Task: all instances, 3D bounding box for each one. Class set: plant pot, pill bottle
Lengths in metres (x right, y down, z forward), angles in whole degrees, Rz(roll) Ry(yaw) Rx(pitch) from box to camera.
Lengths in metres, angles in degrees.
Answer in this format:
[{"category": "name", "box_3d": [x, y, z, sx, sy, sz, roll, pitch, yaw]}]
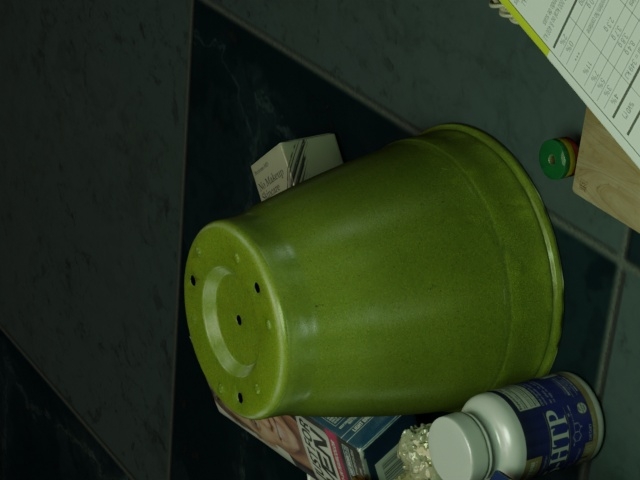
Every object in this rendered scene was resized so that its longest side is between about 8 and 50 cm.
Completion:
[{"category": "plant pot", "box_3d": [0.040, 0.062, 1.986, 0.366, 0.353, 0.366, 26, 121, 53]}, {"category": "pill bottle", "box_3d": [0.223, 0.223, 1.899, 0.112, 0.187, 0.112, 28, 124, 53]}]

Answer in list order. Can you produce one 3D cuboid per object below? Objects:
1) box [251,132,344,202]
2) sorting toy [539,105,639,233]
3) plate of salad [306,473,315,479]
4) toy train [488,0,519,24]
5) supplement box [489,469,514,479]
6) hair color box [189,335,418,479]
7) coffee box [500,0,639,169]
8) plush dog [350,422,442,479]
[{"category": "box", "box_3d": [0.000, 0.000, 2.281, 0.113, 0.094, 0.275, -35, 70, 58]}, {"category": "sorting toy", "box_3d": [0.340, -0.085, 1.738, 0.274, 0.046, 0.132, 38, 131, 48]}, {"category": "plate of salad", "box_3d": [0.026, 0.347, 2.403, 0.200, 0.048, 0.199, 171, 90, -70]}, {"category": "toy train", "box_3d": [0.206, -0.341, 1.836, 0.248, 0.105, 0.143, 46, 123, 42]}, {"category": "supplement box", "box_3d": [0.296, 0.437, 1.760, 0.194, 0.195, 0.356, -55, 44, -1]}, {"category": "hair color box", "box_3d": [-0.015, 0.230, 2.263, 0.347, 0.105, 0.174, 30, 149, 39]}, {"category": "coffee box", "box_3d": [0.374, -0.283, 1.333, 0.334, 0.338, 0.338, 56, 141, 32]}, {"category": "plush dog", "box_3d": [0.122, 0.387, 2.049, 0.262, 0.210, 0.225, 49, 152, -1]}]
